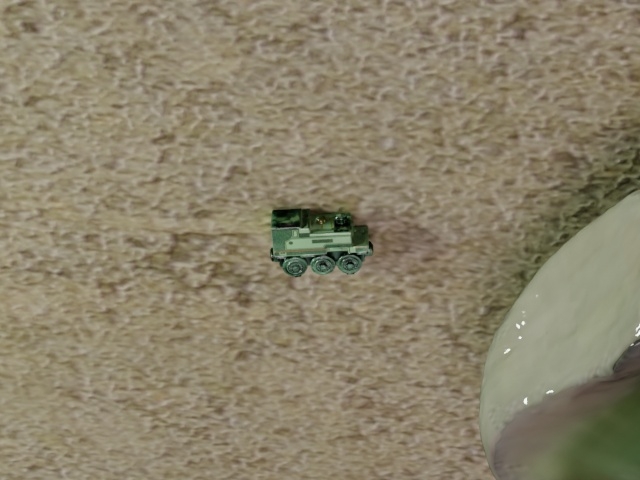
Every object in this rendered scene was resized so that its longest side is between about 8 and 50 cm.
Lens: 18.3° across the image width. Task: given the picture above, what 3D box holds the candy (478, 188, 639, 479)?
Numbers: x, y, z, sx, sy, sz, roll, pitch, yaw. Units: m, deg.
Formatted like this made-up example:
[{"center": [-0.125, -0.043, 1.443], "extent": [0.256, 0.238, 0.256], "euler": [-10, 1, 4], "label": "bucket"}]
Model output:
[{"center": [0.352, 0.099, 1.567], "extent": [0.427, 0.186, 0.386], "euler": [13, 136, -13], "label": "candy"}]

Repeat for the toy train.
[{"center": [0.000, 0.000, 1.585], "extent": [0.083, 0.033, 0.053], "euler": [-4, 125, 2], "label": "toy train"}]
